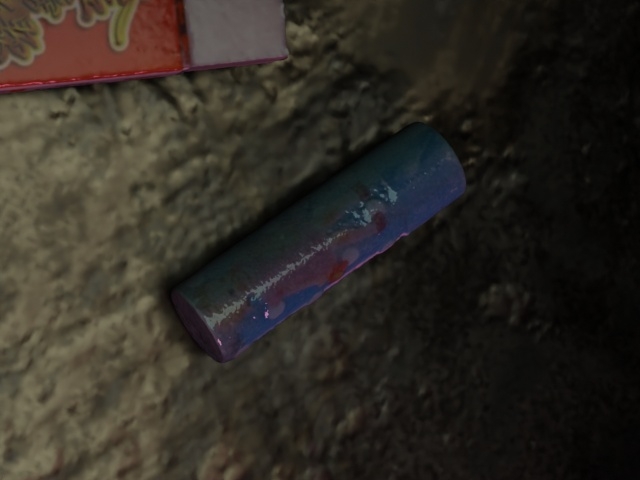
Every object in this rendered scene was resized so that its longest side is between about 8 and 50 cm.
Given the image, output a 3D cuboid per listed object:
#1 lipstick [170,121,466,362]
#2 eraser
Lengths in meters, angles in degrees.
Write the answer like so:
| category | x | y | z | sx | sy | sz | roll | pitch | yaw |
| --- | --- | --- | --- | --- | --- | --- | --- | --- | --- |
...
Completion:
| category | x | y | z | sx | sy | sz | roll | pitch | yaw |
| --- | --- | --- | --- | --- | --- | --- | --- | --- | --- |
| lipstick | 0.000 | 0.000 | 0.763 | 0.158 | 0.048 | 0.048 | -35 | 102 | -18 |
| eraser | -0.135 | -0.150 | 0.716 | 0.230 | 0.038 | 0.157 | -9 | 92 | -21 |
